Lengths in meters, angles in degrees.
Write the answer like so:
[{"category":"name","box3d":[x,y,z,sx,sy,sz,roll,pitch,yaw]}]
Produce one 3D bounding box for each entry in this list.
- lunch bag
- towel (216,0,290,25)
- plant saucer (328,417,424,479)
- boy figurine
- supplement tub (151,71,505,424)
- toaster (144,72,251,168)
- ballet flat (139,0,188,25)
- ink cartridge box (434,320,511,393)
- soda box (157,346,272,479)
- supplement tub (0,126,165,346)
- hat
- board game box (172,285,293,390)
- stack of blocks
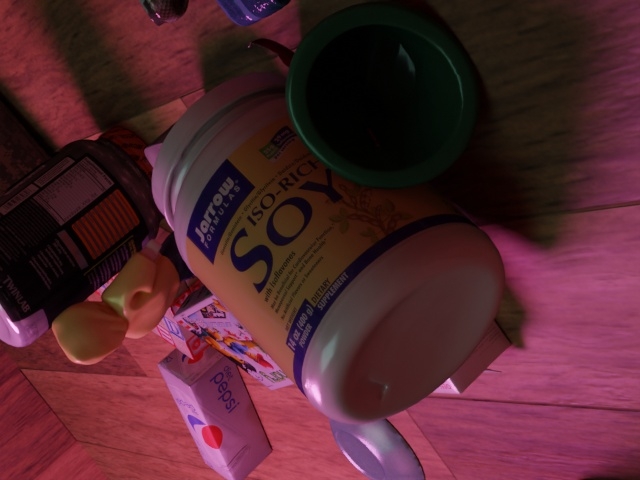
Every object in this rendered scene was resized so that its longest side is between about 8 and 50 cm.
[{"category":"lunch bag","box3d":[-0.578,-0.086,2.406,0.305,0.212,0.256,48,156,4]},{"category":"towel","box3d":[-0.076,-0.260,1.479,0.067,0.029,0.119,54,156,-13]},{"category":"plant saucer","box3d":[0.071,0.309,2.097,0.195,0.037,0.195,39,156,21]},{"category":"boy figurine","box3d":[-0.251,0.070,1.981,0.092,0.285,0.177,40,159,19]},{"category":"supplement tub","box3d":[0.000,0.000,1.451,0.331,0.241,0.241,44,158,32]},{"category":"toaster","box3d":[-0.107,-0.090,1.698,0.185,0.110,0.168,57,155,-18]},{"category":"ballet flat","box3d":[-0.215,-0.355,1.556,0.250,0.058,0.084,61,-170,-15]},{"category":"ink cartridge box","box3d":[0.135,0.105,1.595,0.143,0.090,0.092,55,156,-13]},{"category":"soda box","box3d":[-0.179,0.292,2.436,0.091,0.098,0.286,29,149,39]},{"category":"supplement tub","box3d":[-0.368,-0.012,2.017,0.193,0.316,0.193,39,155,23]},{"category":"hat","box3d":[0.052,-0.167,1.382,0.208,0.173,0.183,40,-163,-10]},{"category":"board game box","box3d":[-0.084,0.126,2.012,0.193,0.053,0.305,37,159,-10]},{"category":"stack of blocks","box3d":[-0.289,0.049,2.263,0.297,0.087,0.171,28,149,41]}]
